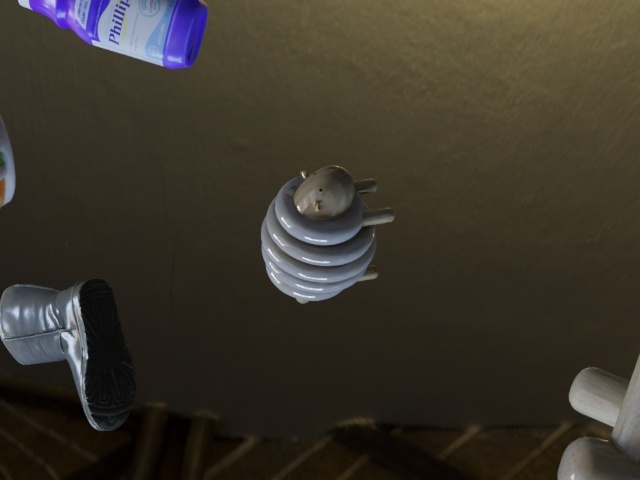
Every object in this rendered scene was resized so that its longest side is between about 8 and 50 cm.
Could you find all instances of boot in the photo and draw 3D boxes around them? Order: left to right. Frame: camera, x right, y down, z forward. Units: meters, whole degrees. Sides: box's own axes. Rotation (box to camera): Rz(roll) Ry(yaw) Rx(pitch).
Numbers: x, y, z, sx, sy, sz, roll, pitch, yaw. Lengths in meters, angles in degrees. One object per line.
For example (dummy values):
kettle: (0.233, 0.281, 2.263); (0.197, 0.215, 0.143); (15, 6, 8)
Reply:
boot: (-0.311, 0.135, 1.384); (0.076, 0.208, 0.190); (0, -99, -47)

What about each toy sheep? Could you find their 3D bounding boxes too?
toy sheep: (0.000, 0.000, 0.828); (0.091, 0.132, 0.091); (6, -139, -5)

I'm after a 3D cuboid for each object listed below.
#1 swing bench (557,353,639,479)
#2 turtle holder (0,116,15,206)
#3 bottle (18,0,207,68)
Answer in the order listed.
swing bench: (0.231, -0.012, 0.336); (0.254, 0.165, 0.253); (19, -85, 12)
turtle holder: (-0.421, -0.088, 1.048); (0.227, 0.243, 0.320); (-20, -133, -27)
bottle: (-0.318, -0.351, 1.769); (0.282, 0.092, 0.118); (18, -78, 6)
